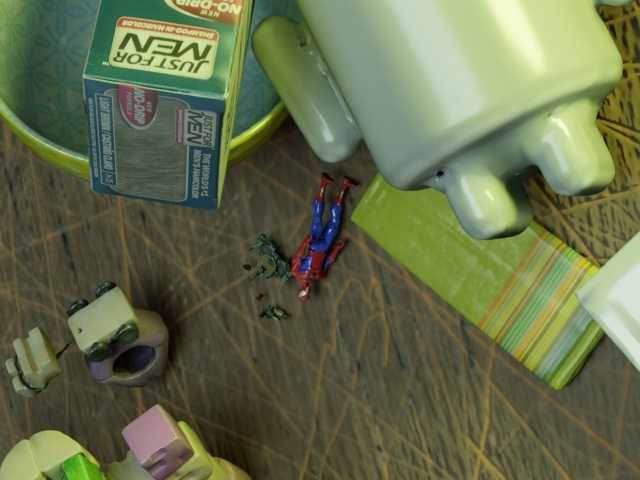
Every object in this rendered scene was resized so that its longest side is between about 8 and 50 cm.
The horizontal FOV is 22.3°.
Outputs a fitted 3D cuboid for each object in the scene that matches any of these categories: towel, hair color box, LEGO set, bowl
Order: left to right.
[{"bbox_3d":[-0.144,-0.152,1.385,0.289,0.289,0.156,44,160,18],"label":"bowl"},{"bbox_3d":[-0.098,-0.218,1.235,0.105,0.174,0.347,8,63,-1],"label":"hair color box"},{"bbox_3d":[-0.043,0.030,1.453,0.054,0.023,0.083,25,123,28],"label":"LEGO set"},{"bbox_3d":[0.137,0.012,1.341,0.237,0.021,0.102,40,110,21],"label":"towel"}]

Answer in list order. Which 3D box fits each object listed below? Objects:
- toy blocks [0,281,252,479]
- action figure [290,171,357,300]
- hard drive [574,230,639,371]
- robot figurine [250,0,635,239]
[{"bbox_3d":[-0.192,0.270,1.489,0.289,0.260,0.309,-33,53,3],"label":"toy blocks"},{"bbox_3d":[0.000,0.000,1.409,0.030,0.038,0.115,46,124,54],"label":"action figure"},{"bbox_3d":[0.384,0.009,1.164,0.353,0.047,0.233,-47,74,26],"label":"hard drive"},{"bbox_3d":[0.093,-0.176,1.228,0.300,0.200,0.353,-27,83,14],"label":"robot figurine"}]
